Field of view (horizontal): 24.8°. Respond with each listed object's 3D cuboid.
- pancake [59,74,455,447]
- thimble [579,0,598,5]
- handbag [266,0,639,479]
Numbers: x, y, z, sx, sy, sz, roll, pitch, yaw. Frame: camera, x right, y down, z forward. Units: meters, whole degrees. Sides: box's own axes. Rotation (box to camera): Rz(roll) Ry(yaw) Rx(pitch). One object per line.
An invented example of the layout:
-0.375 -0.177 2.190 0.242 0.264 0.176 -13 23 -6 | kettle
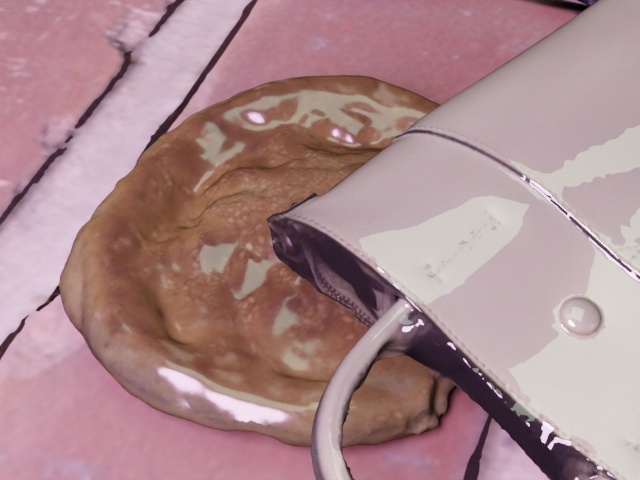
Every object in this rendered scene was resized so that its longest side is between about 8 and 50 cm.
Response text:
0.000 -0.001 0.665 0.236 0.042 0.222 -21 52 -24 | pancake
0.176 -0.182 0.847 0.066 0.095 0.104 24 80 33 | thimble
0.116 0.030 0.605 0.241 0.109 0.315 40 61 17 | handbag
